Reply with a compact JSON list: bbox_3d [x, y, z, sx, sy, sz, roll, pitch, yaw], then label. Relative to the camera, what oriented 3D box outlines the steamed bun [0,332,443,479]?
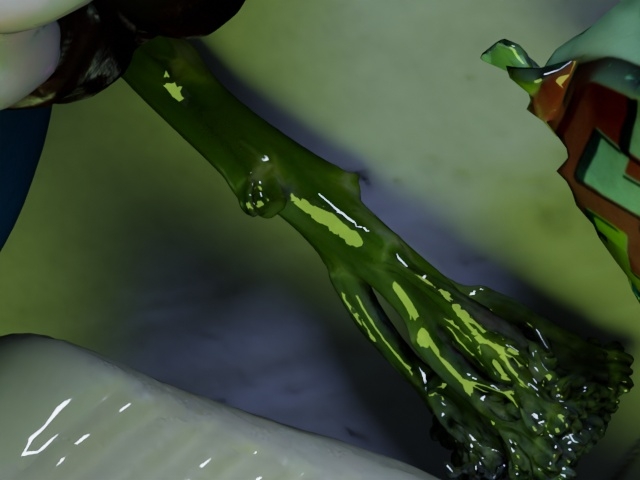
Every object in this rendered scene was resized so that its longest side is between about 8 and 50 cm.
[{"bbox_3d":[-0.003,0.216,0.592,0.383,0.247,0.236,28,154,-5],"label":"steamed bun"}]

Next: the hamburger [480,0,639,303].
[{"bbox_3d":[0.193,-0.026,0.437,0.260,0.150,0.276,46,145,10],"label":"hamburger"}]

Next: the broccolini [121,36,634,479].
[{"bbox_3d":[0.001,-0.002,0.586,0.216,0.058,0.067,40,89,2],"label":"broccolini"}]

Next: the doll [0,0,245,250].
[{"bbox_3d":[-0.152,-0.080,0.476,0.310,0.240,0.284,-30,67,21],"label":"doll"}]
